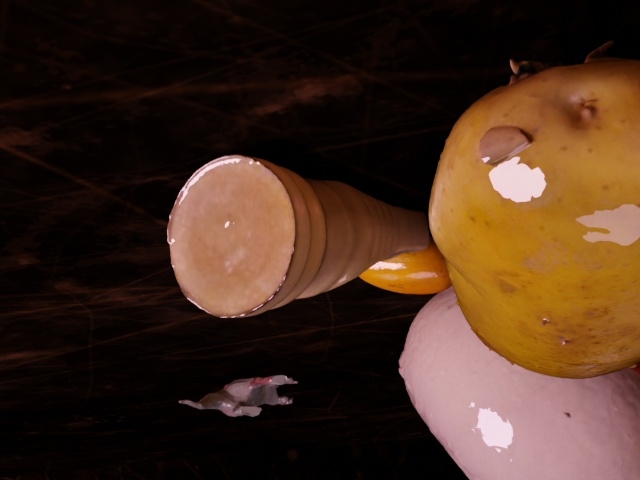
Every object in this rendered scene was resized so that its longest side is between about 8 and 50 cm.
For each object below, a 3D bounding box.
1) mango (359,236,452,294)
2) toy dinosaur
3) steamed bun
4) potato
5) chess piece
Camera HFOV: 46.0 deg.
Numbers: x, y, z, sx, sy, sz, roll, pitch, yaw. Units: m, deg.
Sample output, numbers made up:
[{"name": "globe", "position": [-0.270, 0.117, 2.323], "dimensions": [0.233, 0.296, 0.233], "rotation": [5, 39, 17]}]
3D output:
[{"name": "mango", "position": [0.068, 0.019, 0.610], "dimensions": [0.089, 0.046, 0.060], "rotation": [5, 158, 1]}, {"name": "toy dinosaur", "position": [-0.127, 0.232, 1.104], "dimensions": [0.242, 0.053, 0.167], "rotation": [-1, 168, -45]}, {"name": "steamed bun", "position": [0.216, 0.129, 0.677], "dimensions": [0.283, 0.283, 0.177], "rotation": [17, 115, -51]}, {"name": "potato", "position": [0.156, 0.000, 0.445], "dimensions": [0.172, 0.140, 0.300], "rotation": [-10, 154, 10]}, {"name": "chess piece", "position": [0.000, 0.000, 0.491], "dimensions": [0.090, 0.090, 0.200], "rotation": [-19, 169, 29]}]
